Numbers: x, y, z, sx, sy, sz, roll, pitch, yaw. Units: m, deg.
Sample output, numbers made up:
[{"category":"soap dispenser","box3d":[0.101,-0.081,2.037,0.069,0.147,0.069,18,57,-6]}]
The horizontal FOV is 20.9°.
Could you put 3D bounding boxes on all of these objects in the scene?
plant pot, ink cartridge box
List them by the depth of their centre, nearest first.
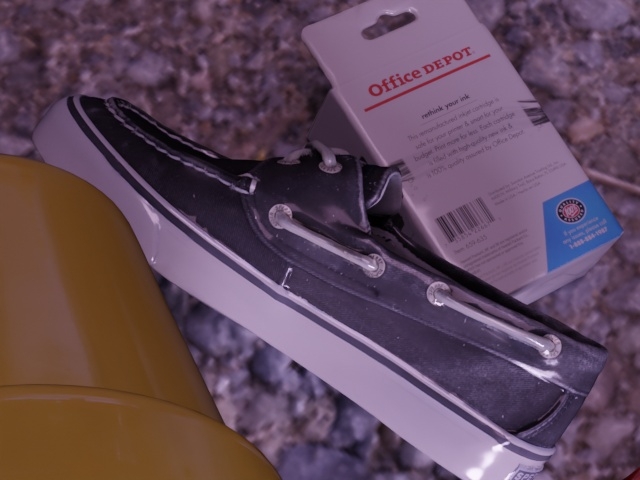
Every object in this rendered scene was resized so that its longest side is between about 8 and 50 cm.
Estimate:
[{"category":"plant pot","box3d":[-0.140,0.102,0.728,0.254,0.254,0.239,-1,50,-15]},{"category":"ink cartridge box","box3d":[0.067,-0.046,0.944,0.104,0.060,0.180,-25,74,-23]}]

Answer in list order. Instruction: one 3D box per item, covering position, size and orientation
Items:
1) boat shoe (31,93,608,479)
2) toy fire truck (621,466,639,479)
[{"category":"boat shoe","box3d":[0.000,0.000,0.849,0.301,0.108,0.102,35,101,11]},{"category":"toy fire truck","box3d":[0.196,0.220,0.858,0.192,0.047,0.135,38,58,2]}]
